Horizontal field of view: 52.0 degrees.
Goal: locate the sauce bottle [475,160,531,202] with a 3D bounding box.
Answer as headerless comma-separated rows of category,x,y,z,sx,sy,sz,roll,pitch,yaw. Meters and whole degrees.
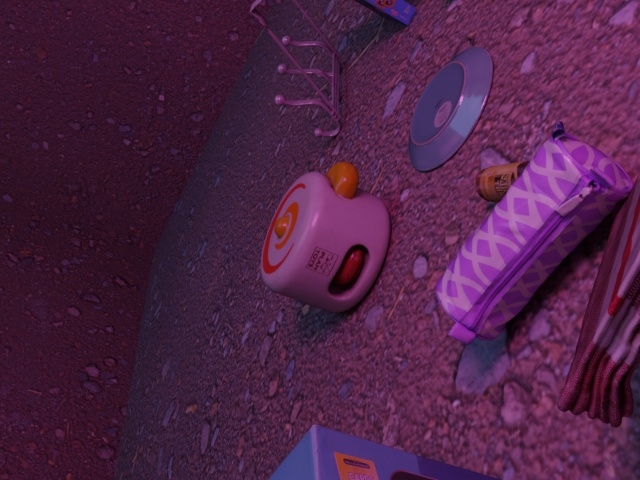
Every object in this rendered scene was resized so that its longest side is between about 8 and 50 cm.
sauce bottle,0.208,-0.061,0.666,0.128,0.042,0.042,-3,67,70

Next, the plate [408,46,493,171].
plate,0.170,-0.187,0.917,0.188,0.024,0.188,-51,25,37

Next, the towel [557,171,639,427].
towel,0.223,-0.079,0.358,0.237,0.037,0.328,-48,-26,-47

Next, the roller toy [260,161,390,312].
roller toy,0.000,0.000,0.981,0.209,0.146,0.191,-36,38,55

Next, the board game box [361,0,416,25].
board game box,0.059,-0.470,1.210,0.039,0.212,0.160,-61,22,16

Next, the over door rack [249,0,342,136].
over door rack,-0.055,-0.389,1.299,0.108,0.324,0.239,-16,45,18

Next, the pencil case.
pencil case,0.187,0.000,0.590,0.206,0.086,0.088,-60,9,33

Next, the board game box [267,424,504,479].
board game box,0.028,0.288,0.467,0.336,0.254,0.079,-56,23,29
